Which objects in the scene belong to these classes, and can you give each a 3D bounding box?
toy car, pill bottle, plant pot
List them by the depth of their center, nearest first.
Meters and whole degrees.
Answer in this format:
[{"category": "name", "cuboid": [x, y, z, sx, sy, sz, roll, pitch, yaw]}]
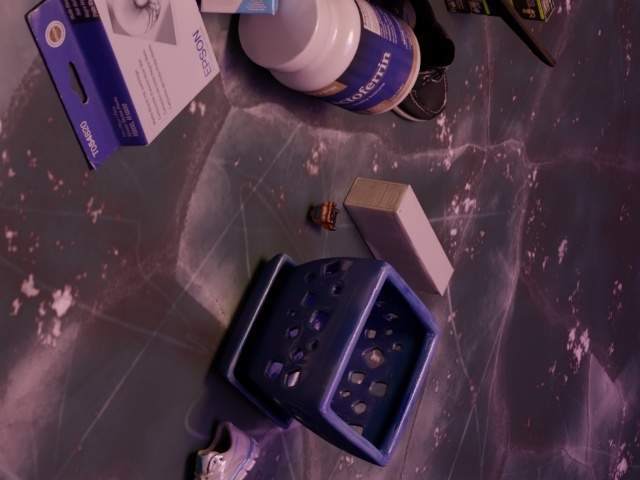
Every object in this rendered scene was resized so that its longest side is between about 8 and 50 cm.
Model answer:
[{"category": "pill bottle", "cuboid": [0.013, -0.268, 1.831, 0.265, 0.153, 0.153, 12, 90, -57]}, {"category": "plant pot", "cuboid": [0.007, 0.159, 1.902, 0.236, 0.212, 0.236, 50, 58, -51]}, {"category": "toy car", "cuboid": [0.000, 0.000, 1.999, 0.060, 0.041, 0.122, -4, 102, -79]}]

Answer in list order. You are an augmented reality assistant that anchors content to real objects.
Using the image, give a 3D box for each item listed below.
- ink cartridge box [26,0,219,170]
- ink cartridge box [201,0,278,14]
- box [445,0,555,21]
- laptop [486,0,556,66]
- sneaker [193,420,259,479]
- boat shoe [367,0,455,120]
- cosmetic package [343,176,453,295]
[{"category": "ink cartridge box", "cuboid": [-0.222, -0.229, 1.576, 0.224, 0.045, 0.223, -52, 139, -35]}, {"category": "ink cartridge box", "cuboid": [-0.097, -0.356, 1.659, 0.090, 0.092, 0.143, -80, 173, -76]}, {"category": "box", "cuboid": [0.269, -0.442, 2.144, 0.045, 0.184, 0.190, -58, 142, -31]}, {"category": "laptop", "cuboid": [0.223, -0.517, 1.843, 0.236, 0.408, 0.382, -42, 142, 10]}, {"category": "sneaker", "cuboid": [-0.156, 0.334, 1.851, 0.083, 0.071, 0.190, 55, 46, -41]}, {"category": "boat shoe", "cuboid": [0.151, -0.297, 2.073, 0.127, 0.113, 0.340, -61, 144, -27]}, {"category": "cosmetic package", "cuboid": [0.129, -0.005, 2.147, 0.060, 0.099, 0.239, -62, 145, -24]}]
